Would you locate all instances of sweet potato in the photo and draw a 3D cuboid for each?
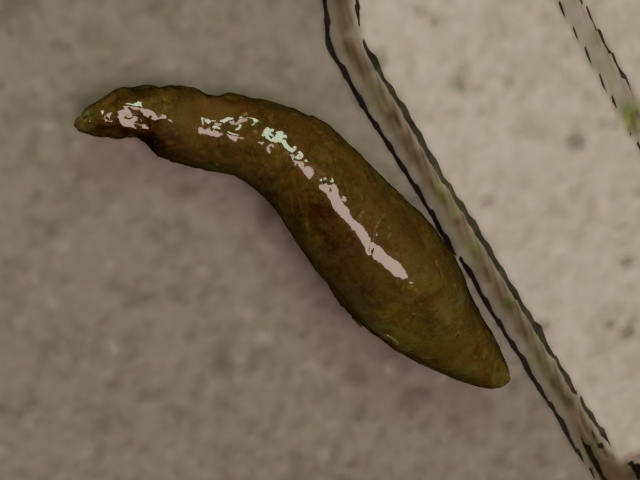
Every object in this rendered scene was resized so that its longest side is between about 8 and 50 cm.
[{"bbox_3d":[0.002,-0.006,0.490,0.153,0.038,0.041,36,71,-17],"label":"sweet potato"}]
